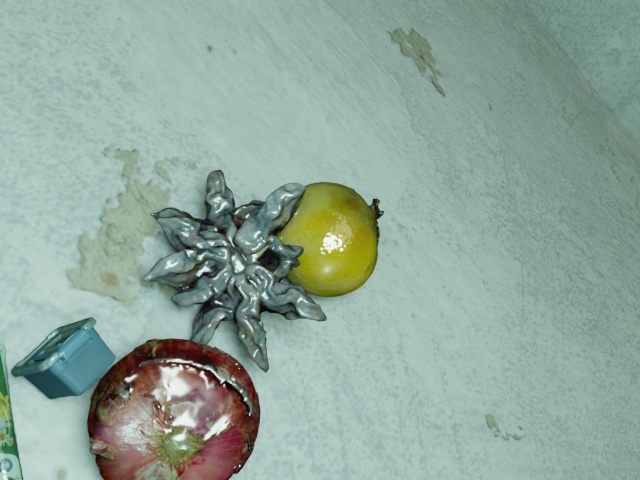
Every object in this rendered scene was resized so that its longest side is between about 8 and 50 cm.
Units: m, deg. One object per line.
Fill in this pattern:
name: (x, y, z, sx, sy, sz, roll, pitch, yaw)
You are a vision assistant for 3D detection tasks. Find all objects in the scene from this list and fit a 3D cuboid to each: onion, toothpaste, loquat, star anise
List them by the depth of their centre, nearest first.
toothpaste: (-0.321, 0.201, 0.597, 0.049, 0.031, 0.204, -6, 67, -40)
onion: (-0.159, 0.193, 0.664, 0.183, 0.147, 0.184, 0, 88, -9)
star anise: (-0.112, 0.032, 0.774, 0.212, 0.129, 0.283, -9, 80, -8)
loquat: (0.000, 0.000, 0.879, 0.204, 0.149, 0.172, -15, 75, -24)

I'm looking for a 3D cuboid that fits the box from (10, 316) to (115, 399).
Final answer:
box: (-0.269, 0.129, 0.637, 0.054, 0.099, 0.074, 57, 44, -17)
